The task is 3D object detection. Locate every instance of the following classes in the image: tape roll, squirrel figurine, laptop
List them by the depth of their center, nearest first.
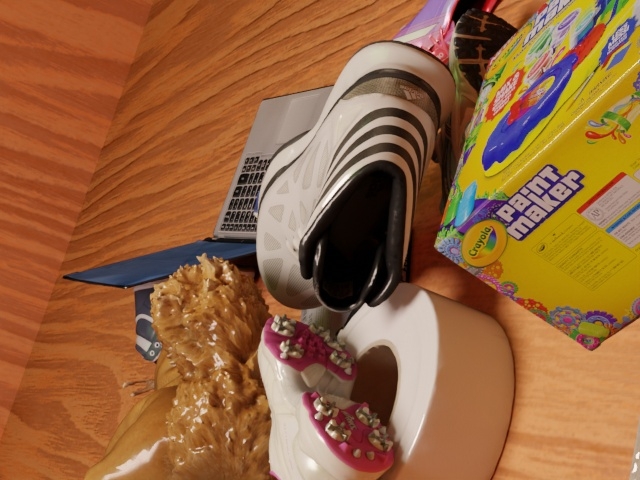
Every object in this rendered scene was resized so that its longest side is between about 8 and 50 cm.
[{"bbox_3d":[0.085,0.191,1.583,0.286,0.100,0.286,-50,28,39],"label":"tape roll"},{"bbox_3d":[-0.129,0.199,1.850,0.370,0.281,0.397,-77,12,-48],"label":"squirrel figurine"},{"bbox_3d":[-0.179,-0.085,2.283,0.382,0.236,0.407,3,72,67],"label":"laptop"}]

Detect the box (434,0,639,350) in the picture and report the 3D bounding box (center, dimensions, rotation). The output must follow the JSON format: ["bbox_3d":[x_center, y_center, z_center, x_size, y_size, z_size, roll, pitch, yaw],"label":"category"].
[{"bbox_3d":[0.272,-0.113,1.259,0.290,0.177,0.279,-46,16,43],"label":"box"}]

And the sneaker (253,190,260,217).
[{"bbox_3d":[0.018,-0.083,1.962,0.296,0.131,0.112,-45,29,41],"label":"sneaker"}]

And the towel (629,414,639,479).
[{"bbox_3d":[0.335,0.156,1.101,0.282,0.049,0.187,-22,51,59],"label":"towel"}]

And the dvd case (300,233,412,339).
[{"bbox_3d":[0.039,0.102,1.872,0.239,0.030,0.179,-44,32,47],"label":"dvd case"}]

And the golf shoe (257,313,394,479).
[{"bbox_3d":[-0.021,0.188,1.553,0.140,0.115,0.306,-64,21,19],"label":"golf shoe"}]

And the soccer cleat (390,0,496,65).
[{"bbox_3d":[0.147,-0.251,1.897,0.248,0.083,0.095,-55,29,23],"label":"soccer cleat"}]

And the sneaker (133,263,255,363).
[{"bbox_3d":[-0.202,0.118,2.336,0.282,0.099,0.153,-9,76,49],"label":"sneaker"}]

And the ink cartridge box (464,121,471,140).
[{"bbox_3d":[0.236,-0.131,1.524,0.150,0.109,0.063,-55,28,29],"label":"ink cartridge box"}]

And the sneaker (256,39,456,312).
[{"bbox_3d":[-0.001,-0.001,1.670,0.447,0.169,0.257,118,173,-50],"label":"sneaker"}]

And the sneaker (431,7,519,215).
[{"bbox_3d":[0.170,-0.143,1.695,0.122,0.110,0.283,-46,30,50],"label":"sneaker"}]
